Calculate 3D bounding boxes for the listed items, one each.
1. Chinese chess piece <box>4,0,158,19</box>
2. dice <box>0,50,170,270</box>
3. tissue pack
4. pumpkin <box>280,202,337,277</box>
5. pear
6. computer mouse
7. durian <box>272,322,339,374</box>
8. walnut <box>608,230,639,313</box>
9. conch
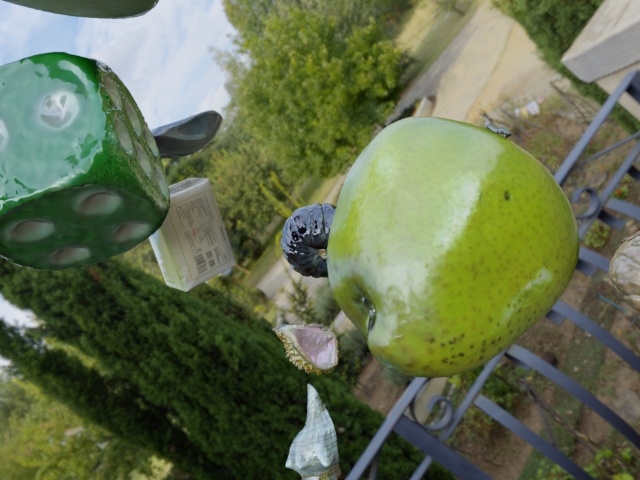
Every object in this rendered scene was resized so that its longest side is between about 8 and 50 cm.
[{"bbox_3d":[-0.440,-0.497,0.914,0.349,0.349,0.146,-150,62,-82],"label":"Chinese chess piece"},{"bbox_3d":[-0.463,-0.134,0.984,0.300,0.287,0.297,-22,-23,-4],"label":"dice"},{"bbox_3d":[-0.321,-0.016,1.300,0.159,0.234,0.125,-30,26,-34],"label":"tissue pack"},{"bbox_3d":[0.000,0.000,1.485,0.220,0.220,0.162,-50,24,19],"label":"pumpkin"},{"bbox_3d":[0.166,0.032,0.729,0.318,0.342,0.238,-54,12,-21],"label":"pear"},{"bbox_3d":[-0.412,-0.258,1.447,0.379,0.090,0.167,-28,8,-37],"label":"computer mouse"},{"bbox_3d":[-0.034,0.428,2.029,0.195,0.305,0.185,41,101,44],"label":"durian"},{"bbox_3d":[0.680,0.067,1.071,0.198,0.198,0.245,-51,-10,13],"label":"walnut"},{"bbox_3d":[-0.024,0.663,1.697,0.169,0.386,0.203,-19,8,-40],"label":"conch"}]
